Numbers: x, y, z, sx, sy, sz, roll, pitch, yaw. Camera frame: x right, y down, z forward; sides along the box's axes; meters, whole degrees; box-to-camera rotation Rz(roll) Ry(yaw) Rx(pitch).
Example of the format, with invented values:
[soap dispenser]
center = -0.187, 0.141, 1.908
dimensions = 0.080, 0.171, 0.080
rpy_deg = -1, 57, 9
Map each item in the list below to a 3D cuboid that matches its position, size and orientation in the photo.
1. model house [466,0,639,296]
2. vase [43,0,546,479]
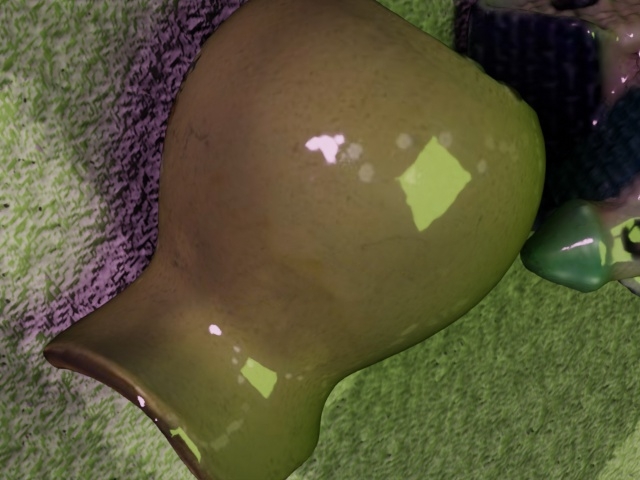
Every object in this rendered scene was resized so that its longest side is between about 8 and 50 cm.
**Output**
[model house]
center = 0.242, -0.081, 1.268
dimensions = 0.284, 0.298, 0.243
rpy_deg = -11, 119, -4
[vase]
center = 0.000, 0.000, 1.117
dimensions = 0.302, 0.241, 0.329
rpy_deg = -57, 166, 5
